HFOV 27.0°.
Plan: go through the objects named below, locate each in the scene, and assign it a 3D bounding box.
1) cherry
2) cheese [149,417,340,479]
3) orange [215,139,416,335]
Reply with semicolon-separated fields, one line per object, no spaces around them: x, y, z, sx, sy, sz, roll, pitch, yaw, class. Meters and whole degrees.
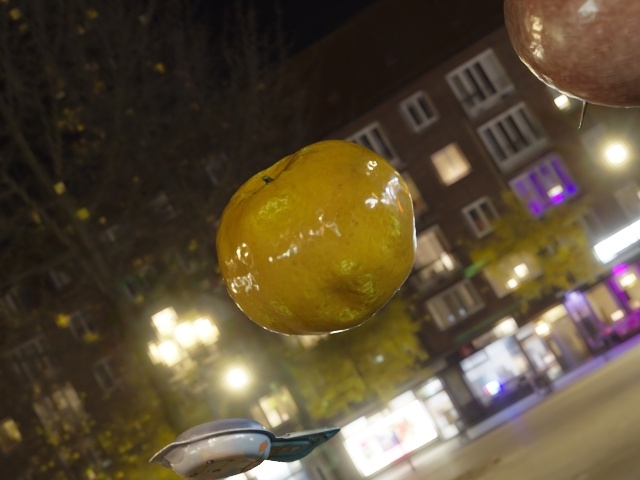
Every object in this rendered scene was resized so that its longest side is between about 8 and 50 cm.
0.297;-0.260;1.315;0.221;0.307;0.261;9;12;16;cherry
-0.099;0.262;1.674;0.245;0.052;0.135;4;-30;-37;cheese
0.000;0.000;1.760;0.279;0.235;0.279;-33;17;11;orange
